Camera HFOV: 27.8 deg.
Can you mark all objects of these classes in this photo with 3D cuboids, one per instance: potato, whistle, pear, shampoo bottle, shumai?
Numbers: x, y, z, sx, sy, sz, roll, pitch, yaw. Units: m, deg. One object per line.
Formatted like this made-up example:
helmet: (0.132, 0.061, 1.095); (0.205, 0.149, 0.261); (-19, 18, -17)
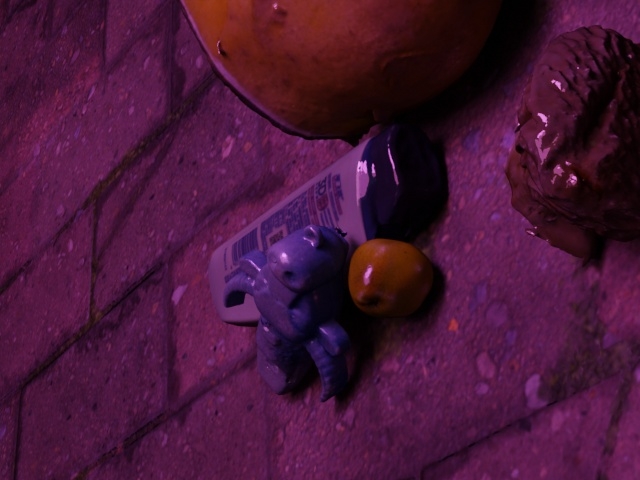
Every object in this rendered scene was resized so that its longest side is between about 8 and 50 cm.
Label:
potato: (0.029, -0.321, 1.388); (0.296, 0.290, 0.397); (-37, 70, 47)
whistle: (-0.029, 0.076, 1.411); (0.180, 0.093, 0.269); (41, 139, 24)
pear: (0.067, 0.042, 1.334); (0.092, 0.097, 0.092); (13, 111, 38)
shampoo bottle: (0.000, 0.000, 1.472); (0.359, 0.078, 0.134); (-33, 58, 45)
shumai: (0.218, -0.067, 1.102); (0.175, 0.166, 0.206); (-49, 12, 46)
